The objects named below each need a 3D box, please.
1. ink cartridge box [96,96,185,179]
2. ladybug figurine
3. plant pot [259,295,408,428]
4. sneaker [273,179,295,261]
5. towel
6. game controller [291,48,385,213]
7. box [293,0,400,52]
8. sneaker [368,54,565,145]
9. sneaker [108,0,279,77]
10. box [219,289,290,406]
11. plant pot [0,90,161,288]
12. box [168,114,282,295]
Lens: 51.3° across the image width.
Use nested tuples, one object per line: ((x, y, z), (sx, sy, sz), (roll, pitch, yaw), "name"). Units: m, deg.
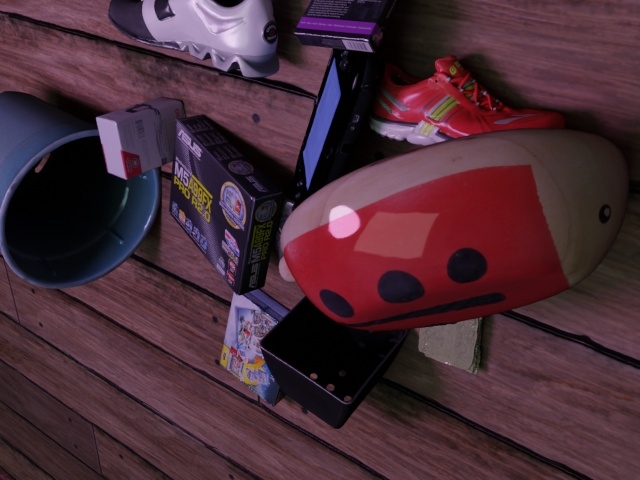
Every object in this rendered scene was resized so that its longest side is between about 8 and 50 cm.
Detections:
((-0.325, -0.193, 1.235), (0.063, 0.150, 0.109), (18, 124, 35), "ink cartridge box")
((0.154, 0.007, 0.828), (0.449, 0.305, 0.162), (-16, 63, 23), "ladybug figurine")
((0.022, 0.216, 1.178), (0.187, 0.188, 0.167), (29, 143, 23), "plant pot")
((0.000, 0.000, 1.129), (0.227, 0.087, 0.130), (29, 131, 27), "sneaker")
((0.210, 0.142, 1.077), (0.110, 0.027, 0.148), (17, 125, 33), "towel")
((0.013, -0.166, 0.983), (0.319, 0.067, 0.167), (112, 152, -41), "game controller")
((0.050, -0.320, 0.865), (0.116, 0.162, 0.029), (17, 164, 32), "box")
((0.179, -0.179, 0.869), (0.279, 0.107, 0.118), (16, 118, 32), "sneaker")
((-0.201, -0.374, 1.053), (0.330, 0.122, 0.146), (21, 128, 22), "sneaker")
((-0.123, 0.216, 1.378), (0.159, 0.044, 0.233), (33, 131, 20), "box")
((-0.567, -0.129, 1.365), (0.334, 0.341, 0.341), (32, 131, 31), "plant pot")
((-0.181, -0.067, 1.203), (0.270, 0.060, 0.216), (45, 137, 33), "box")
